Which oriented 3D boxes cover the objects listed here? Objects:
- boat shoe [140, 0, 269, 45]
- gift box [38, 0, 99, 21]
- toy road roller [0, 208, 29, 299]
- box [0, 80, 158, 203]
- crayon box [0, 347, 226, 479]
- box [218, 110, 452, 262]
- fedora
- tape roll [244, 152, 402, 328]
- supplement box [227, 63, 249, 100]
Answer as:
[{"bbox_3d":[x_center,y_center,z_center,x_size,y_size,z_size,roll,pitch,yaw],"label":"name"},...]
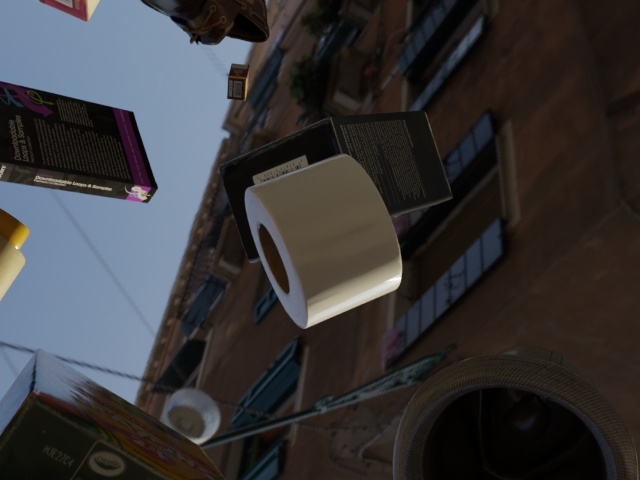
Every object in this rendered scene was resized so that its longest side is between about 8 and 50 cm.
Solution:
[{"bbox_3d":[-0.197,-0.409,1.441,0.342,0.123,0.123,-11,-96,-63],"label":"boat shoe"},{"bbox_3d":[-0.449,-0.576,1.456,0.276,0.255,0.258,23,-111,-11],"label":"gift box"},{"bbox_3d":[-0.588,0.024,1.125,0.240,0.330,0.202,41,-120,-30],"label":"toy road roller"},{"bbox_3d":[-0.248,-0.096,0.791,0.162,0.029,0.116,10,-136,-40],"label":"box"},{"bbox_3d":[-0.190,0.191,0.721,0.202,0.318,0.081,36,-101,-16],"label":"crayon box"},{"bbox_3d":[0.042,-0.120,1.691,0.395,0.294,0.212,-18,-91,-55],"label":"box"},{"bbox_3d":[0.211,0.221,0.870,0.244,0.275,0.124,16,-152,18],"label":"fedora"},{"bbox_3d":[0.000,0.000,1.310,0.169,0.246,0.246,-21,-116,-15],"label":"tape roll"},{"bbox_3d":[-0.184,-0.356,1.820,0.043,0.055,0.083,5,-147,-2],"label":"supplement box"}]
